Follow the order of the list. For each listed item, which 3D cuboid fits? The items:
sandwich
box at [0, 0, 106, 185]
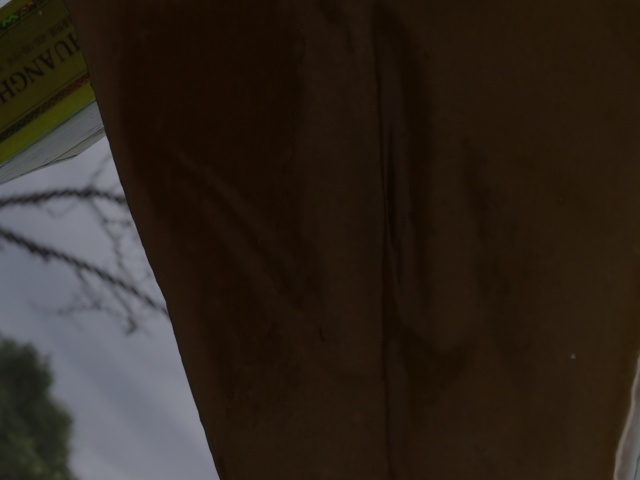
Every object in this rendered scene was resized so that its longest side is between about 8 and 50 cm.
[{"bbox_3d":[0.000,0.000,0.549,0.245,0.212,0.063,16,8,33],"label":"sandwich"},{"bbox_3d":[-0.119,-0.088,0.880,0.064,0.141,0.220,56,13,-1],"label":"box"}]
